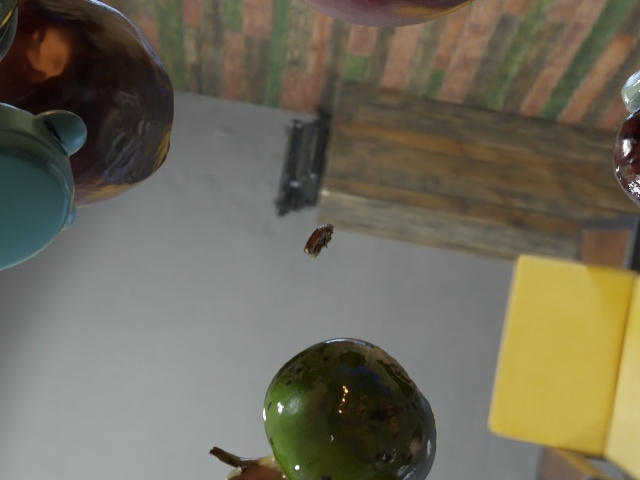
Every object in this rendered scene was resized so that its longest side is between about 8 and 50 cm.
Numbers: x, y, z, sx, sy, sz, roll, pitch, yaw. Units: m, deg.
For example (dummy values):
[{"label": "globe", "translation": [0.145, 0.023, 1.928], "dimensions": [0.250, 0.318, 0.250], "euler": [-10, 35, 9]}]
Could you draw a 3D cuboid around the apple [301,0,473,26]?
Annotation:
[{"label": "apple", "translation": [0.095, -0.389, 1.265], "dimensions": [0.348, 0.277, 0.348], "euler": [-159, 90, -88]}]

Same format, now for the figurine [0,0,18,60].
[{"label": "figurine", "translation": [-0.345, -0.277, 1.248], "dimensions": [0.205, 0.381, 0.224], "euler": [63, -140, -35]}]

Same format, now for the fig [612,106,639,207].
[{"label": "fig", "translation": [0.442, -0.095, 1.386], "dimensions": [0.274, 0.170, 0.146], "euler": [-1, -86, -66]}]

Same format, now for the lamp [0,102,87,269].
[{"label": "lamp", "translation": [-0.389, -0.051, 1.234], "dimensions": [0.147, 0.284, 0.209], "euler": [46, 140, 29]}]

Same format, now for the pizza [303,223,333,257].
[{"label": "pizza", "translation": [0.000, 0.000, 1.542], "dimensions": [0.083, 0.016, 0.037], "euler": [-42, -36, -57]}]

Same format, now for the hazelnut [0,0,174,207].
[{"label": "hazelnut", "translation": [-0.442, -0.217, 1.922], "dimensions": [0.421, 0.421, 0.353], "euler": [-86, -22, -78]}]

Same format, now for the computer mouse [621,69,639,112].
[{"label": "computer mouse", "translation": [0.623, -0.288, 1.931], "dimensions": [0.095, 0.331, 0.197], "euler": [58, 142, 16]}]

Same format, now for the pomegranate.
[{"label": "pomegranate", "translation": [0.002, 0.201, 1.164], "dimensions": [0.224, 0.181, 0.181], "euler": [-36, 9, 8]}]
